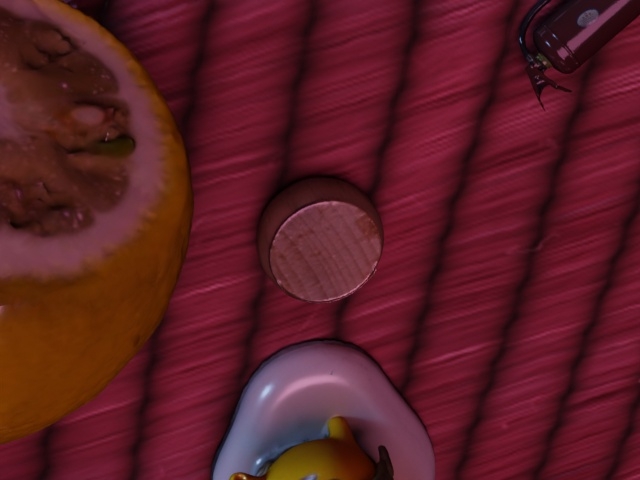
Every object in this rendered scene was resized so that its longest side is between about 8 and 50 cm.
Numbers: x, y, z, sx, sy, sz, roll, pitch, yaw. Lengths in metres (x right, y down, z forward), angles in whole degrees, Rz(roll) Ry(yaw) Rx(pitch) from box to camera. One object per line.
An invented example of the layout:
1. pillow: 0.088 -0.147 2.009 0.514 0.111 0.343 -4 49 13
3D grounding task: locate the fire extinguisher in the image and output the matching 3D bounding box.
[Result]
1. fire extinguisher: 0.173 -0.143 0.705 0.132 0.039 0.056 -41 85 11

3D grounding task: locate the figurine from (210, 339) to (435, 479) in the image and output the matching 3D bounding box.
1. figurine: 0.019 0.210 0.799 0.167 0.141 0.250 -21 119 -2

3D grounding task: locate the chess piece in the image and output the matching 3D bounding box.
1. chess piece: 0.000 0.000 0.745 0.084 0.038 0.083 -4 115 -9

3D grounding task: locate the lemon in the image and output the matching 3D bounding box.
1. lemon: -0.196 -0.002 0.597 0.240 0.240 0.219 20 138 -20
